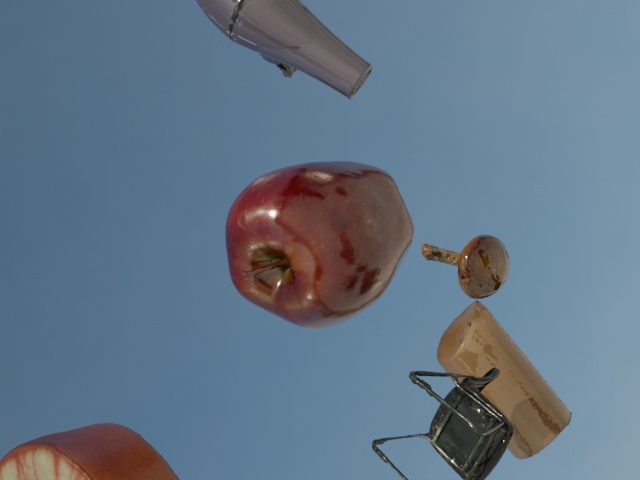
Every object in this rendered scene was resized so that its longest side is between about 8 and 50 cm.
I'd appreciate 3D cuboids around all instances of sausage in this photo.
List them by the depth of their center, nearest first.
[{"bbox_3d":[0.293,0.230,2.005,0.253,0.123,0.123,50,-133,-11],"label":"sausage"}]

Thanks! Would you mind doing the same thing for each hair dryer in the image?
[{"bbox_3d":[-0.051,-0.315,1.969,0.121,0.301,0.361,-54,-5,-1],"label":"hair dryer"}]

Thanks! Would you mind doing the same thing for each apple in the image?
[{"bbox_3d":[0.000,0.000,2.053,0.316,0.288,0.288,-25,-65,-47],"label":"apple"}]

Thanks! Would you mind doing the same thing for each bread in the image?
[{"bbox_3d":[-0.254,0.356,1.330,0.114,0.328,0.295,-9,-118,-47],"label":"bread"}]

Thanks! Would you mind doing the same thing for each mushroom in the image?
[{"bbox_3d":[0.201,0.032,1.665,0.073,0.129,0.088,-120,42,-74],"label":"mushroom"}]

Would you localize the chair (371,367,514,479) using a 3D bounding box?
[{"bbox_3d":[0.210,0.274,1.775,0.221,0.145,0.140,0,-56,-50],"label":"chair"}]
